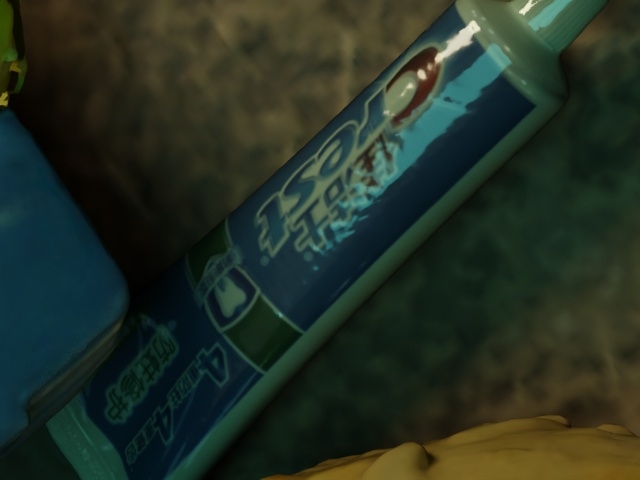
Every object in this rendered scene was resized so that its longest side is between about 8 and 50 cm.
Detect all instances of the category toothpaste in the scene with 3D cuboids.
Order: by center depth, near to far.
[{"bbox_3d":[0.000,0.000,0.446,0.197,0.035,0.057,-44,68,18],"label":"toothpaste"}]

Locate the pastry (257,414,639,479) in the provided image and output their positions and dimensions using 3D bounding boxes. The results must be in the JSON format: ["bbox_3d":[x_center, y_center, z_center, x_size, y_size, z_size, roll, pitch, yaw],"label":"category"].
[{"bbox_3d":[0.035,0.189,0.382,0.316,0.184,0.284,-21,90,18],"label":"pastry"}]

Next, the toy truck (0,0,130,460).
[{"bbox_3d":[-0.216,-0.079,0.423,0.385,0.161,0.162,51,138,4],"label":"toy truck"}]
